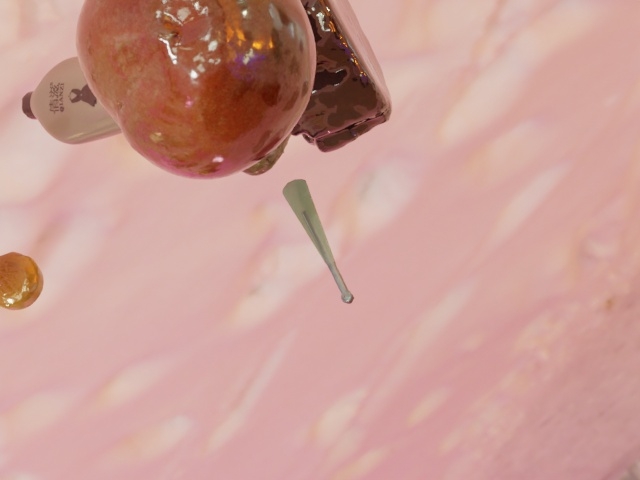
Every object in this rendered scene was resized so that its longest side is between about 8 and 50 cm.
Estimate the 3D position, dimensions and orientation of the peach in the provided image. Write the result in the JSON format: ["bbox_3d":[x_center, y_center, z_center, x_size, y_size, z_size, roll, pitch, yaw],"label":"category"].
[{"bbox_3d":[-0.123,-0.191,1.317,0.252,0.252,0.252,-31,154,-17],"label":"peach"}]

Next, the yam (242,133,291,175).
[{"bbox_3d":[-0.082,-0.269,2.168,0.133,0.133,0.330,15,90,-61],"label":"yam"}]

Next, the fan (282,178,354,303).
[{"bbox_3d":[0.000,0.000,1.748,0.038,0.193,0.016,-32,158,14],"label":"fan"}]

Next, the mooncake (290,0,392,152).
[{"bbox_3d":[-0.015,-0.261,1.770,0.141,0.283,0.283,-24,157,10],"label":"mooncake"}]

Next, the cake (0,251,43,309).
[{"bbox_3d":[-0.433,0.057,1.851,0.084,0.084,0.044,-38,161,-3],"label":"cake"}]

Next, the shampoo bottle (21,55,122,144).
[{"bbox_3d":[-0.325,-0.201,1.856,0.257,0.127,0.078,-3,178,38],"label":"shampoo bottle"}]
